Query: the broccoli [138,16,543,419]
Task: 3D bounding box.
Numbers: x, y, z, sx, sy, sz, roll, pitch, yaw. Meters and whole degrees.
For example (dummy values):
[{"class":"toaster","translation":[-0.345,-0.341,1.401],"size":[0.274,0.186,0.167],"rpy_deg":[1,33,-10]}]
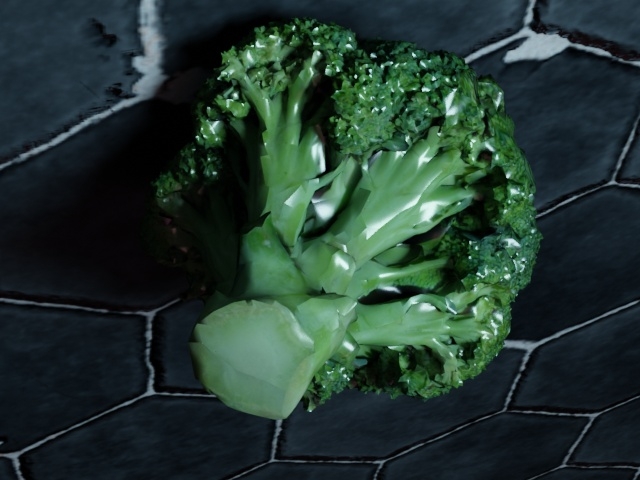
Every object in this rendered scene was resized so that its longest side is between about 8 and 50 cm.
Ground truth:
[{"class":"broccoli","translation":[0.000,0.000,0.918],"size":[0.270,0.270,0.270],"rpy_deg":[-39,-171,34]}]
